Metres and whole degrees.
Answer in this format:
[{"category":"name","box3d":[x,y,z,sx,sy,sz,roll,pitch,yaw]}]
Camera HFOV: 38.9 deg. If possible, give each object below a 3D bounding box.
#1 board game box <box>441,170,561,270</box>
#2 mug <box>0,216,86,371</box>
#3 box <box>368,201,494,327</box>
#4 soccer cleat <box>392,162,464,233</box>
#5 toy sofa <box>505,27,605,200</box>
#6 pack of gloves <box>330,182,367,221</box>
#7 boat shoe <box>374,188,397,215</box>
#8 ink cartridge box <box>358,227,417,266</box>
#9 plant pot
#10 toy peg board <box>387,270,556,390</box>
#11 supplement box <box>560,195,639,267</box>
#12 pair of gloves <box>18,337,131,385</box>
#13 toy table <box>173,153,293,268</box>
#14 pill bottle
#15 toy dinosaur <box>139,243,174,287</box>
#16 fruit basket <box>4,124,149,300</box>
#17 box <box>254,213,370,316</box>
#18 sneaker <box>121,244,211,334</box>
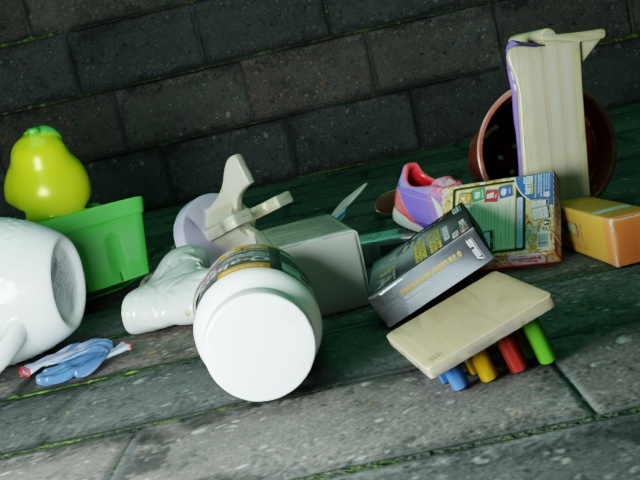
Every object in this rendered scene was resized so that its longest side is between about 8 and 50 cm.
[{"category":"board game box","box3d":[0.294,-0.029,1.488,0.194,0.146,0.045,-7,-28,28]},{"category":"mug","box3d":[-0.590,0.121,1.523,0.328,0.276,0.374,-8,36,5]},{"category":"box","box3d":[0.164,0.031,1.379,0.183,0.056,0.231,-35,6,11]},{"category":"soccer cleat","box3d":[0.244,-0.051,1.610,0.109,0.116,0.318,-12,23,-33]},{"category":"toy sofa","box3d":[0.401,-0.188,1.603,0.177,0.362,0.150,-9,10,-7]},{"category":"pack of gloves","box3d":[0.000,0.000,1.782,0.195,0.046,0.232,-36,10,37]},{"category":"boat shoe","box3d":[0.204,-0.090,2.162,0.178,0.064,0.060,-4,11,31]},{"category":"ink cartridge box","box3d":[0.117,-0.001,1.813,0.189,0.066,0.232,-10,14,15]},{"category":"plant pot","box3d":[0.426,-0.175,1.857,0.273,0.272,0.265,-13,2,-3]},{"category":"toy peg board","box3d":[0.183,0.120,1.051,0.161,0.079,0.161,-30,12,-6]},{"category":"supplement box","box3d":[0.443,-0.020,1.429,0.080,0.078,0.233,-14,11,-8]},{"category":"pair of gloves","box3d":[-0.395,0.195,1.465,0.159,0.023,0.198,-21,12,-30]},{"category":"toy table","box3d":[-0.177,-0.043,1.946,0.161,0.252,0.274,-25,14,29]},{"category":"pill bottle","box3d":[-0.081,0.102,1.181,0.162,0.162,0.278,-13,10,-3]},{"category":"toy dinosaur","box3d":[-0.327,0.058,2.036,0.268,0.064,0.118,-25,22,-37]},{"category":"fruit basket","box3d":[-0.571,-0.042,1.915,0.392,0.392,0.283,-20,-4,-35]},{"category":"box","box3d":[-0.018,0.043,1.526,0.149,0.126,0.232,-14,10,-7]},{"category":"sneaker","box3d":[-0.222,0.084,1.659,0.169,0.108,0.292,-8,21,19]}]
